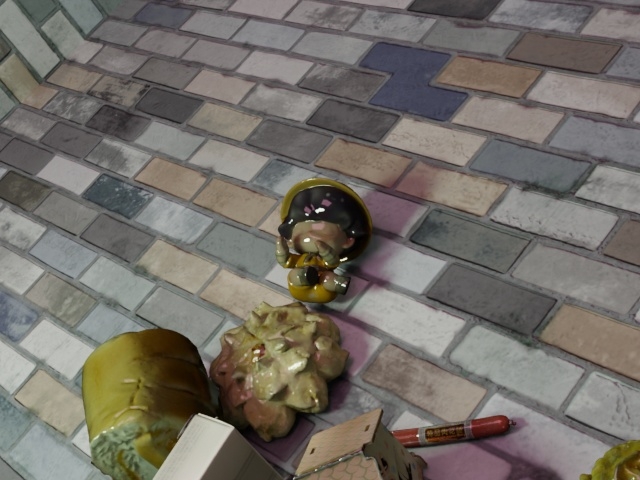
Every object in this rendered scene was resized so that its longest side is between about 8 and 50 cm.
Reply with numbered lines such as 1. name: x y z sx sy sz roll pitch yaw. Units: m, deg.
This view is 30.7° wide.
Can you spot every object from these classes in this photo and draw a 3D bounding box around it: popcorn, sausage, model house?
1. popcorn: 0.451 0.369 1.585 0.168 0.174 0.195 -10 30 -2
2. sausage: 0.201 0.315 1.913 0.253 0.034 0.034 -14 43 25
3. model house: 0.060 0.410 1.753 0.169 0.244 0.326 -22 41 15

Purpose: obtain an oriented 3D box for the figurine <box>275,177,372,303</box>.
1. figurine: 0.000 0.002 2.290 0.192 0.167 0.257 9 61 11

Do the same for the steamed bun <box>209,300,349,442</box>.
1. steamed bun: -0.099 0.216 2.170 0.292 0.137 0.295 -5 49 38

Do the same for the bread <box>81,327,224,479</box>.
1. bread: -0.281 0.300 2.091 0.210 0.300 0.341 -31 33 4

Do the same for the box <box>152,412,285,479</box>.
1. box: -0.184 0.437 1.869 0.106 0.203 0.252 13 59 42
